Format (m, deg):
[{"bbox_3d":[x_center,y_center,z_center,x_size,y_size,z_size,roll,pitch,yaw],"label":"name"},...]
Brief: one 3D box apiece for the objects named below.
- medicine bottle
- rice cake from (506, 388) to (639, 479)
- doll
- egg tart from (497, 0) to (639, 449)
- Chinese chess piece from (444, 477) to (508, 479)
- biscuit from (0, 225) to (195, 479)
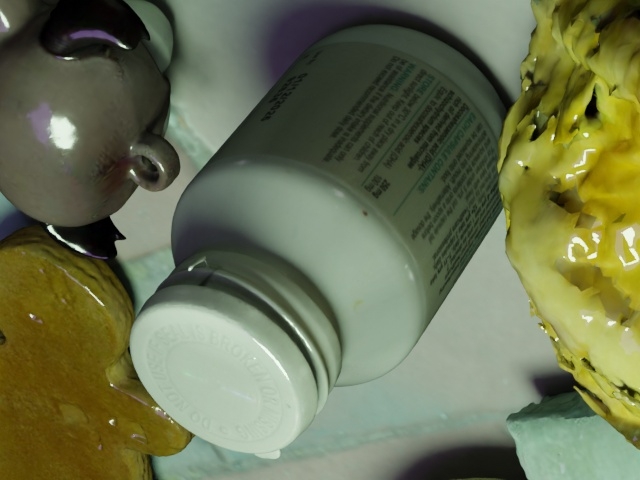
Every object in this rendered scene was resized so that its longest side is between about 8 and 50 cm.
[{"bbox_3d":[0.000,0.000,0.844,0.135,0.215,0.135,19,136,19],"label":"medicine bottle"},{"bbox_3d":[0.244,0.091,0.875,0.336,0.063,0.066,-13,101,43],"label":"rice cake"},{"bbox_3d":[-0.182,-0.098,0.954,0.257,0.117,0.182,25,139,14],"label":"doll"},{"bbox_3d":[0.183,-0.008,0.746,0.297,0.132,0.297,14,113,35],"label":"egg tart"},{"bbox_3d":[0.129,0.253,1.053,0.250,0.103,0.249,21,145,16],"label":"Chinese chess piece"},{"bbox_3d":[-0.171,0.107,1.186,0.197,0.049,0.301,16,135,16],"label":"biscuit"}]
